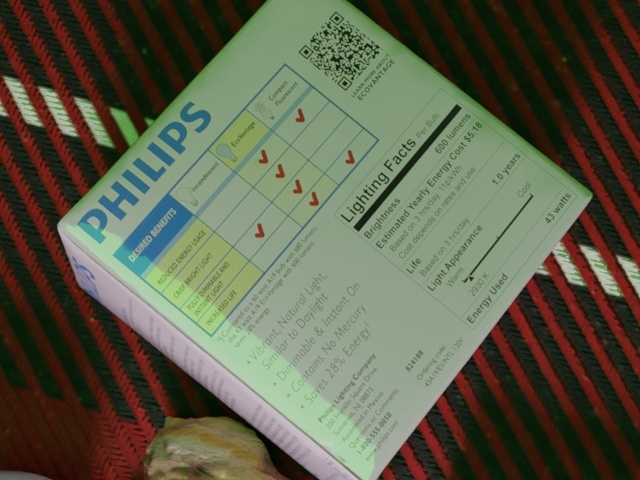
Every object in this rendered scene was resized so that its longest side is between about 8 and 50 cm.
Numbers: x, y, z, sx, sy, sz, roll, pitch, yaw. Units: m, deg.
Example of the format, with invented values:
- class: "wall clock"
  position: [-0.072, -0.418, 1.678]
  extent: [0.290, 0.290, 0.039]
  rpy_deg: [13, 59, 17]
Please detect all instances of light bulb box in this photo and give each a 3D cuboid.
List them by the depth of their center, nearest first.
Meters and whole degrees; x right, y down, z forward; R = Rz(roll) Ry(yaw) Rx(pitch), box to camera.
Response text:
- class: "light bulb box"
  position: [0.000, 0.000, 1.202]
  extent: [0.361, 0.225, 0.358]
  rpy_deg: [39, 74, 4]

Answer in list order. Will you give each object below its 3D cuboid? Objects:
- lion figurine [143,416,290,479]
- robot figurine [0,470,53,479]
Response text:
- class: "lion figurine"
  position: [-0.073, 0.379, 1.242]
  extent: [0.240, 0.142, 0.392]
  rpy_deg: [4, 88, 8]
- class: "robot figurine"
  position: [-0.320, 0.371, 1.223]
  extent: [0.209, 0.173, 0.278]
  rpy_deg: [6, 83, 3]
